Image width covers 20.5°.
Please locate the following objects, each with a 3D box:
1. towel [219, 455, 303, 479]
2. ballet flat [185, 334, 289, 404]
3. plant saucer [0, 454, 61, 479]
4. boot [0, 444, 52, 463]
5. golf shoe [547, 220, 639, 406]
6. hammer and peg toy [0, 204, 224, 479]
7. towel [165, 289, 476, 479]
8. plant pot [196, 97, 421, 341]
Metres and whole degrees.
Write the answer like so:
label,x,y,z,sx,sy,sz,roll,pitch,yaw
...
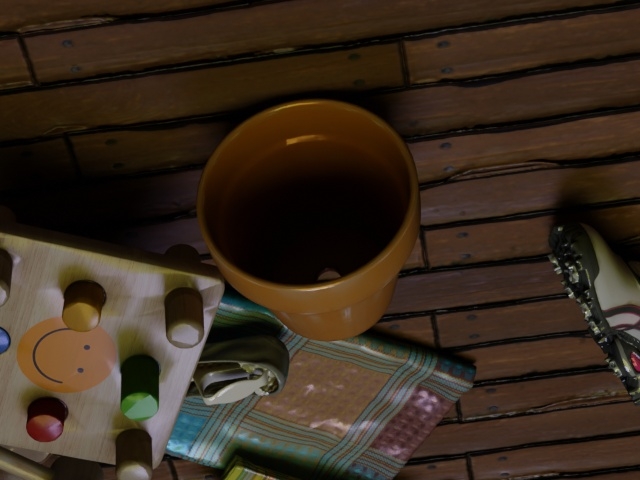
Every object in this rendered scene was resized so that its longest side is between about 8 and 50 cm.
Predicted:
label,x,y,z,sx,sy,sz,roll,pitch,yaw
towel,-0.012,0.317,2.050,0.237,0.021,0.102,20,132,-17
ballet flat,-0.138,0.143,1.842,0.213,0.068,0.072,-8,136,5
plant saucer,-0.347,0.323,2.092,0.199,0.036,0.198,-1,135,-1
boot,-0.345,0.219,1.987,0.087,0.042,0.118,33,119,-20
golf shoe,0.320,0.053,1.825,0.120,0.105,0.273,-31,136,6
hammer and peg toy,-0.267,0.146,1.715,0.266,0.127,0.361,13,123,-15
towel,-0.050,0.176,1.957,0.370,0.040,0.271,18,132,-19
plant pot,0.000,0.000,1.690,0.205,0.205,0.188,-8,150,5
